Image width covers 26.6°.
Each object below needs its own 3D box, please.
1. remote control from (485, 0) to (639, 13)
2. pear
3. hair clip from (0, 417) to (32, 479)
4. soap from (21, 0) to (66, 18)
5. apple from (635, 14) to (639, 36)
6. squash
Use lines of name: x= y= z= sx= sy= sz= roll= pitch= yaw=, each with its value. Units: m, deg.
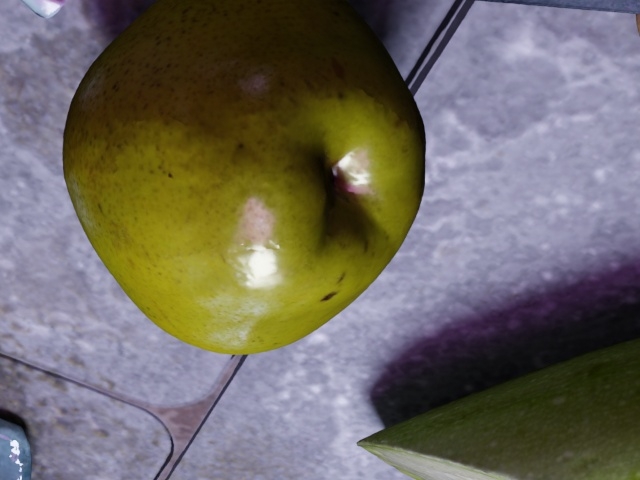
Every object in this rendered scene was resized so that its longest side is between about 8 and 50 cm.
remote control: x=0.190 y=-0.150 z=0.609 sx=0.377 sy=0.107 sz=0.044 roll=4 pitch=177 yaw=-4
pear: x=-0.037 y=-0.041 z=0.695 sx=0.198 sy=0.198 sz=0.198 roll=4 pitch=132 yaw=4
hair clip: x=-0.310 y=0.328 z=1.033 sx=0.318 sy=0.238 sz=0.392 roll=-18 pitch=126 yaw=19
soap: x=-0.160 y=-0.189 z=0.637 sx=0.149 sy=0.100 sz=0.056 roll=39 pitch=123 yaw=-24
apple: x=0.199 y=-0.119 z=0.667 sx=0.084 sy=0.084 sz=0.071 roll=8 pitch=94 yaw=1
squash: x=0.164 y=0.173 z=0.861 sx=0.260 sy=0.189 sz=0.189 roll=-25 pitch=124 yaw=21
